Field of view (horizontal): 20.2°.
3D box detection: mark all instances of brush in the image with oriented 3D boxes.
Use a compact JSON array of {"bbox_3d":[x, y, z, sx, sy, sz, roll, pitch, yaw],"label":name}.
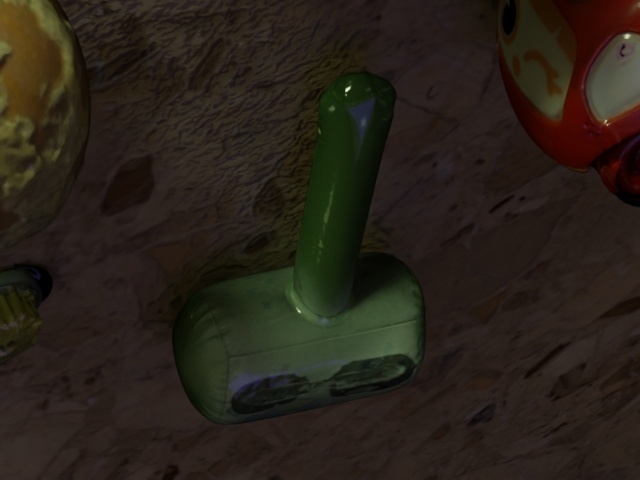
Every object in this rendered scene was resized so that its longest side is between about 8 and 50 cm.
[{"bbox_3d":[-0.328,0.100,1.314,0.297,0.060,0.068,-21,149,-9],"label":"brush"}]

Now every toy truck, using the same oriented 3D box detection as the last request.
[{"bbox_3d":[0.217,-0.181,1.210,0.265,0.189,0.239,-37,135,15],"label":"toy truck"}]

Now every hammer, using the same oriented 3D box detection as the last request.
[{"bbox_3d":[0.000,0.000,1.375,0.206,0.119,0.335,-11,137,-23],"label":"hammer"}]

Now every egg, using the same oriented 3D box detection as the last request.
[{"bbox_3d":[-0.225,-0.082,1.022,0.195,0.195,0.233,-31,158,5],"label":"egg"}]
